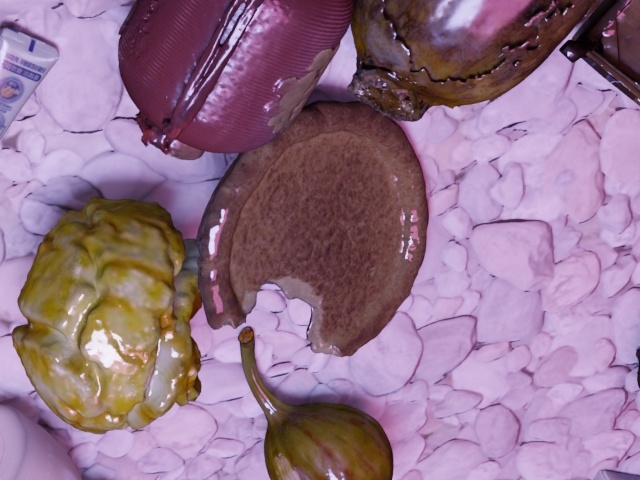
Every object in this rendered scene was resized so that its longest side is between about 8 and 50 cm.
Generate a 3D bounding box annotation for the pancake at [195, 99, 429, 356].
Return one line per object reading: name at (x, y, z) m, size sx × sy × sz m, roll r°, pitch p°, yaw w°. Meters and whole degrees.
pancake at (0.000, 0.000, 1.511) m, size 0.286 × 0.033 × 0.288 m, roll -40°, pitch 130°, yaw -27°

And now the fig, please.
fig at (-0.025, 0.200, 1.690) m, size 0.149 × 0.149 × 0.245 m, roll -37°, pitch 101°, yaw 13°

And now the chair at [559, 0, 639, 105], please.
chair at (0.353, -0.184, 1.480) m, size 0.186 × 0.319 × 0.160 m, roll 42°, pitch 108°, yaw 6°

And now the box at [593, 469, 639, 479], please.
box at (0.402, 0.345, 1.890) m, size 0.130 × 0.129 × 0.051 m, roll 13°, pitch 121°, yaw -23°

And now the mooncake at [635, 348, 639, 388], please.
mooncake at (0.466, 0.147, 1.772) m, size 0.228 × 0.124 × 0.228 m, roll -6°, pitch 121°, yaw -11°

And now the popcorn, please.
popcorn at (-0.193, 0.069, 1.469) m, size 0.183 × 0.221 × 0.204 m, roll 8°, pitch 164°, yaw -7°

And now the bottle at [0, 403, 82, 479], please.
bottle at (-0.300, 0.287, 1.656) m, size 0.147 × 0.147 × 0.236 m, roll -32°, pitch 134°, yaw 9°

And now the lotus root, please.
lotus root at (0.166, -0.263, 1.353) m, size 0.196 × 0.179 × 0.397 m, roll 40°, pitch 105°, yaw 4°

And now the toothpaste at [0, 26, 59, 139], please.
toothpaste at (-0.322, -0.090, 1.436) m, size 0.062 × 0.039 × 0.239 m, roll 23°, pitch 115°, yaw -33°

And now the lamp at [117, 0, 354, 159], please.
lamp at (-0.073, -0.183, 1.347) m, size 0.180 × 0.180 × 0.258 m, roll 19°, pitch 119°, yaw -26°
